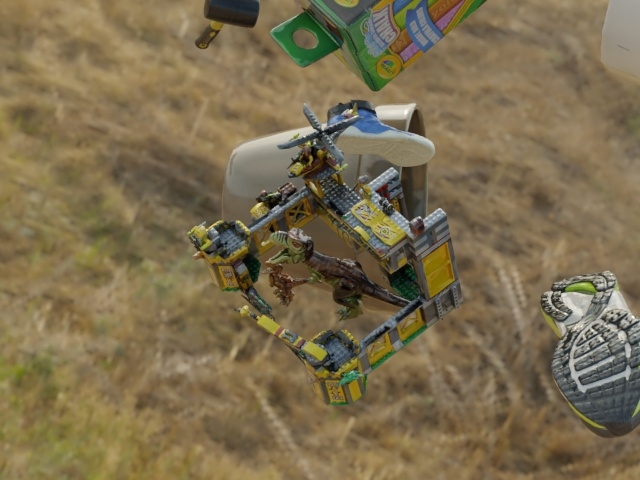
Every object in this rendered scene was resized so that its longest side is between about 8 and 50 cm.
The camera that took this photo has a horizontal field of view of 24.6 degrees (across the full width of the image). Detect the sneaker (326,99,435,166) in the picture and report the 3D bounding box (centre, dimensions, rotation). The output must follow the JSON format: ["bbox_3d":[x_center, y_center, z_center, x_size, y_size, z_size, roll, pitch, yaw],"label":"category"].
[{"bbox_3d":[0.081,-0.152,2.006,0.152,0.058,0.085,6,47,-10],"label":"sneaker"}]

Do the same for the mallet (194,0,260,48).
[{"bbox_3d":[-0.113,-0.256,1.748,0.062,0.039,0.189,8,-9,-8],"label":"mallet"}]

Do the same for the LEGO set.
[{"bbox_3d":[0.000,0.000,1.648,0.255,0.192,0.331,-29,51,-10],"label":"LEGO set"}]

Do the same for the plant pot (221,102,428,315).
[{"bbox_3d":[0.007,-0.055,2.243,0.280,0.323,0.323,4,20,11],"label":"plant pot"}]

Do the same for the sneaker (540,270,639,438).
[{"bbox_3d":[0.314,0.137,1.585,0.121,0.111,0.300,62,15,-18],"label":"sneaker"}]

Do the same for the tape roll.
[{"bbox_3d":[0.532,-0.364,2.210,0.100,0.286,0.286,27,21,25],"label":"tape roll"}]

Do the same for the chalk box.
[{"bbox_3d":[0.065,-0.351,2.109,0.180,0.289,0.179,49,-3,30],"label":"chalk box"}]
